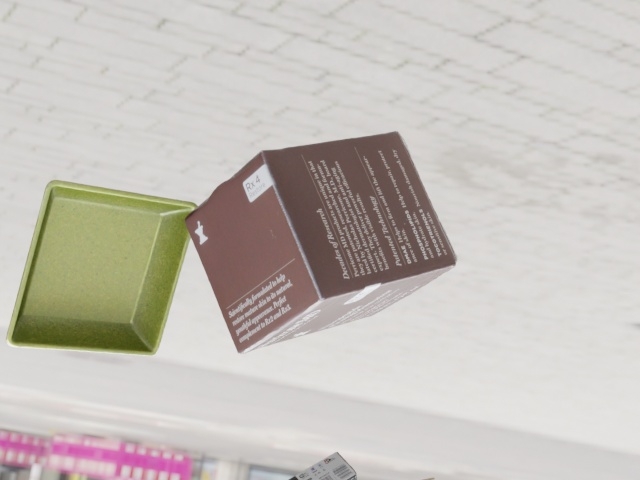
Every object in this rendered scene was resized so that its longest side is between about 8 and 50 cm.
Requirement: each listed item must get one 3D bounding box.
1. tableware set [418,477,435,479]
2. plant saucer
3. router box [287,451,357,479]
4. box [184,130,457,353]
[{"bbox_3d":[0.079,0.351,1.558,0.141,0.020,0.168,-13,148,-8],"label":"tableware set"},{"bbox_3d":[-0.246,0.028,1.314,0.188,0.188,0.045,9,-166,-39],"label":"plant saucer"},{"bbox_3d":[-0.038,0.344,1.403,0.046,0.179,0.133,43,149,39],"label":"router box"},{"bbox_3d":[0.000,0.000,1.282,0.203,0.167,0.168,-13,165,-40],"label":"box"}]
